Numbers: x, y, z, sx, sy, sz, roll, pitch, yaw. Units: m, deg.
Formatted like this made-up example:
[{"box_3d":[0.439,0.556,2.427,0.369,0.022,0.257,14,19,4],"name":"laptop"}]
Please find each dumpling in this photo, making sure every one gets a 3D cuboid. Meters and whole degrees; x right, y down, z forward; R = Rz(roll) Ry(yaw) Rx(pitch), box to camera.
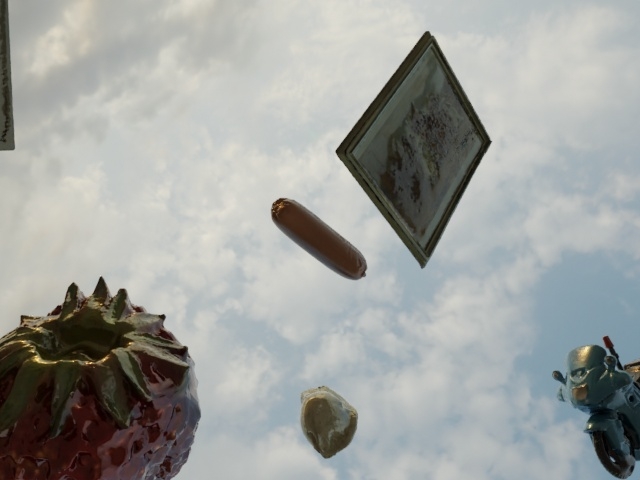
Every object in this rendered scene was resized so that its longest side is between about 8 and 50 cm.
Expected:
[{"box_3d":[0.023,0.450,1.194,0.155,0.111,0.181,-7,-117,-20],"name":"dumpling"}]

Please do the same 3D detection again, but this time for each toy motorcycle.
[{"box_3d":[0.484,0.244,0.749,0.123,0.272,0.182,-45,-121,50],"name":"toy motorcycle"}]

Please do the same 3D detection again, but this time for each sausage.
[{"box_3d":[0.001,0.001,1.124,0.086,0.289,0.086,-40,-155,23],"name":"sausage"}]

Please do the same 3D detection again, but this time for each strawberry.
[{"box_3d":[-0.302,0.252,0.619,0.292,0.292,0.343,27,-59,30],"name":"strawberry"}]

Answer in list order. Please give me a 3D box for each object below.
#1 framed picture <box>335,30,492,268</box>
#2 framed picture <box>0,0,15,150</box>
[{"box_3d":[0.148,-0.130,0.652,0.017,0.217,0.274,-4,-134,51],"name":"framed picture"},{"box_3d":[-0.359,-0.157,0.256,0.022,0.335,0.247,32,-60,30],"name":"framed picture"}]
